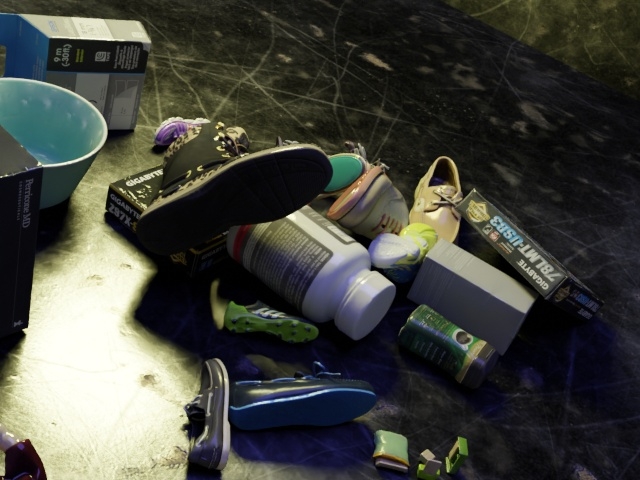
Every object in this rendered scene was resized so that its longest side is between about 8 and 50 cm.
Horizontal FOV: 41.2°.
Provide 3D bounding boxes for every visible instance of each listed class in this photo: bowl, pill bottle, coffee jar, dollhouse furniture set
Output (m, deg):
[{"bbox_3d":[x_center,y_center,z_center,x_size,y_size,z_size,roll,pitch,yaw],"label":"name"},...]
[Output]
[{"bbox_3d":[-0.590,-0.172,1.683,0.312,0.163,0.311,13,35,-9],"label":"bowl"},{"bbox_3d":[-0.015,0.048,1.654,0.319,0.176,0.176,37,39,23],"label":"pill bottle"},{"bbox_3d":[0.249,0.207,1.652,0.184,0.079,0.096,32,35,18],"label":"coffee jar"},{"bbox_3d":[0.167,0.353,1.438,0.152,0.058,0.076,16,35,-6],"label":"dollhouse furniture set"}]

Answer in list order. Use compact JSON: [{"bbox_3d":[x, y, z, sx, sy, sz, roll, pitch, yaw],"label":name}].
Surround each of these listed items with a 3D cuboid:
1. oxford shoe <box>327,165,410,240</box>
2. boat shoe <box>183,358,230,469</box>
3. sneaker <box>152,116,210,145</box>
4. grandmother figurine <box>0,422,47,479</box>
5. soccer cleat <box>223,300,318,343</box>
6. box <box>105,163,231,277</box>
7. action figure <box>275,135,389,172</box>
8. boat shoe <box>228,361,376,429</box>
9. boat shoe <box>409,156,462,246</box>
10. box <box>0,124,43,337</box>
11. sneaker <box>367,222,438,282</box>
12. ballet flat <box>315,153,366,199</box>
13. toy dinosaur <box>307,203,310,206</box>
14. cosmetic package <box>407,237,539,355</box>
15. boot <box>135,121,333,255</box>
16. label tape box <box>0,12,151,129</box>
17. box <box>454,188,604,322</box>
[{"bbox_3d":[0.126,-0.063,1.810,0.146,0.140,0.397,48,17,6],"label":"oxford shoe"},{"bbox_3d":[-0.185,0.271,1.368,0.065,0.075,0.206,10,41,-19],"label":"boat shoe"},{"bbox_3d":[-0.312,-0.247,1.999,0.170,0.068,0.071,-13,53,-38],"label":"sneaker"},{"bbox_3d":[-0.443,0.347,1.128,0.343,0.104,0.207,16,70,-11],"label":"grandmother figurine"},{"bbox_3d":[-0.091,0.147,1.590,0.179,0.060,0.072,10,35,-9],"label":"soccer cleat"},{"bbox_3d":[-0.243,-0.074,1.794,0.257,0.079,0.322,38,39,20],"label":"box"},{"bbox_3d":[0.029,-0.174,1.986,0.285,0.185,0.099,1,69,-18],"label":"action figure"},{"bbox_3d":[-0.030,0.253,1.439,0.258,0.109,0.089,4,35,-24],"label":"boat shoe"},{"bbox_3d":[0.278,-0.083,2.022,0.122,0.110,0.341,15,36,-7],"label":"boat shoe"},{"bbox_3d":[-0.610,0.015,1.273,0.179,0.343,0.313,40,40,27],"label":"box"},{"bbox_3d":[0.165,0.047,1.771,0.091,0.126,0.240,31,29,27],"label":"sneaker"},{"bbox_3d":[0.004,-0.129,1.887,0.086,0.249,0.086,40,41,-46],"label":"ballet flat"},{"bbox_3d":[0.000,0.000,1.772,0.064,0.112,0.211,-23,61,-26],"label":"toy dinosaur"},{"bbox_3d":[0.314,0.115,1.767,0.238,0.127,0.107,31,37,12],"label":"cosmetic package"},{"bbox_3d":[-0.163,-0.136,1.622,0.378,0.138,0.284,-25,31,13],"label":"boot"},{"bbox_3d":[-0.566,-0.367,1.887,0.334,0.240,0.106,-5,44,-29],"label":"label tape box"},{"bbox_3d":[0.461,0.038,1.868,0.295,0.073,0.293,48,14,32],"label":"box"}]
